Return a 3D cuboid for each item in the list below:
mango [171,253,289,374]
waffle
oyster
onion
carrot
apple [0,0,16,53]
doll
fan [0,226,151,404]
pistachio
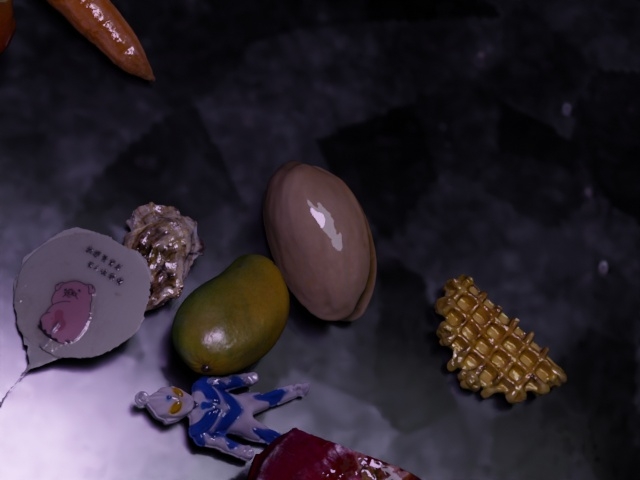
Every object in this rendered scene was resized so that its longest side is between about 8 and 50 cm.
[{"bbox_3d":[-0.106,0.095,1.932,0.122,0.085,0.191,35,57,22],"label":"mango"},{"bbox_3d":[0.237,0.130,2.054,0.161,0.046,0.192,-10,72,-19],"label":"waffle"},{"bbox_3d":[-0.211,0.032,1.943,0.108,0.053,0.165,19,73,-6],"label":"oyster"},{"bbox_3d":[0.003,0.343,1.807,0.206,0.216,0.207,21,72,-5],"label":"onion"},{"bbox_3d":[-0.295,-0.289,2.050,0.205,0.072,0.072,48,63,-4],"label":"carrot"},{"bbox_3d":[-0.472,-0.290,1.947,0.158,0.147,0.156,1,36,-28],"label":"apple"},{"bbox_3d":[-0.121,0.217,1.902,0.227,0.057,0.114,6,71,-17],"label":"doll"},{"bbox_3d":[-0.336,0.120,1.875,0.182,0.010,0.310,27,69,15],"label":"fan"},{"bbox_3d":[0.000,0.000,1.995,0.136,0.136,0.226,-17,82,-23],"label":"pistachio"}]
